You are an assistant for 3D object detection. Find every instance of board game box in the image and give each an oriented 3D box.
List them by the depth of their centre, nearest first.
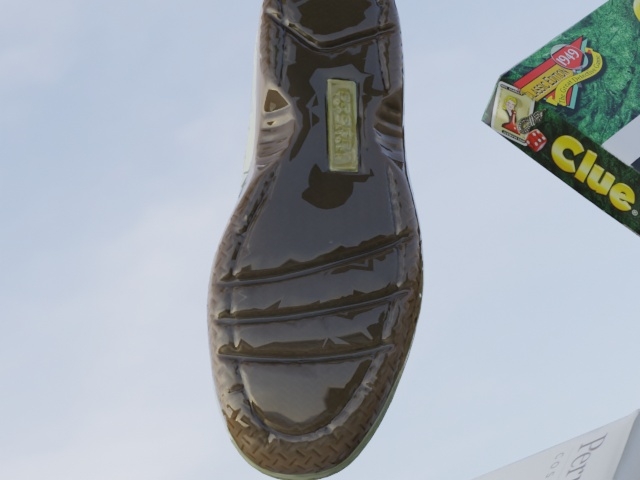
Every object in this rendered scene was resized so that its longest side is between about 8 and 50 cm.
[{"bbox_3d":[0.195,-0.074,0.743,0.260,0.136,0.030,-36,-28,-38],"label":"board game box"}]

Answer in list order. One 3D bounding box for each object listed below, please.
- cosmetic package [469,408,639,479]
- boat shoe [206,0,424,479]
[{"bbox_3d":[0.013,0.249,0.812,0.385,0.156,0.217,-31,16,35],"label":"cosmetic package"},{"bbox_3d":[0.000,0.000,0.610,0.068,0.190,0.072,10,-31,-2],"label":"boat shoe"}]
